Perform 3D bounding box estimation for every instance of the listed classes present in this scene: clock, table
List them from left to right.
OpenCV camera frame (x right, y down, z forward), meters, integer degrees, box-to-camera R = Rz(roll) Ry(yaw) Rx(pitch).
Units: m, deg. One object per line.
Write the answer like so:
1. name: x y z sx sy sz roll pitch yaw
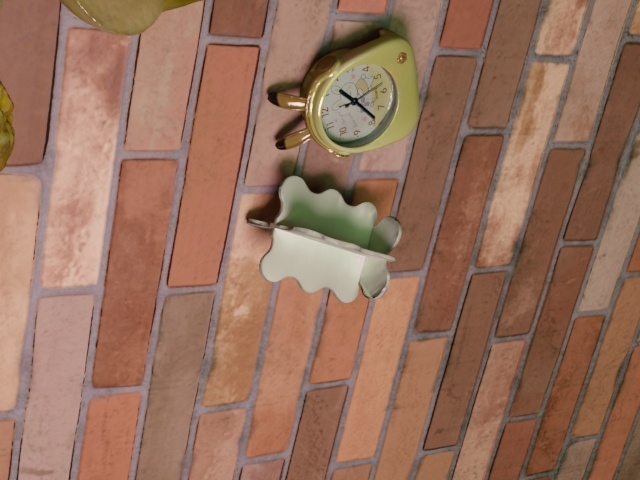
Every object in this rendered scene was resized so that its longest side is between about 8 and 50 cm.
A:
1. table: 0.000 0.000 1.760 0.198 0.166 0.166 18 106 -38
2. clock: 0.036 -0.210 1.721 0.232 0.069 0.170 -21 126 -20

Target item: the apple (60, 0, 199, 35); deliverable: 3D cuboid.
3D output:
1. apple: -0.203 -0.394 1.355 0.295 0.233 0.257 -23 108 -6

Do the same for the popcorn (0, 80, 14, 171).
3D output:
1. popcorn: -0.481 -0.134 1.337 0.225 0.249 0.249 39 92 -6

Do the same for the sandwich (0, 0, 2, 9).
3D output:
1. sandwich: -0.412 -0.293 1.293 0.236 0.128 0.122 -27 150 -53
